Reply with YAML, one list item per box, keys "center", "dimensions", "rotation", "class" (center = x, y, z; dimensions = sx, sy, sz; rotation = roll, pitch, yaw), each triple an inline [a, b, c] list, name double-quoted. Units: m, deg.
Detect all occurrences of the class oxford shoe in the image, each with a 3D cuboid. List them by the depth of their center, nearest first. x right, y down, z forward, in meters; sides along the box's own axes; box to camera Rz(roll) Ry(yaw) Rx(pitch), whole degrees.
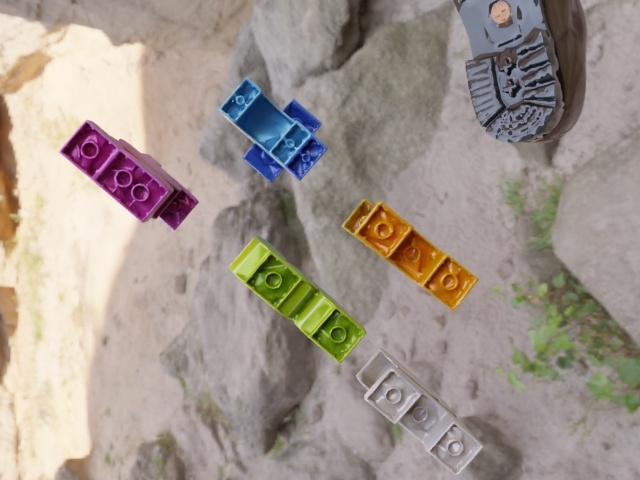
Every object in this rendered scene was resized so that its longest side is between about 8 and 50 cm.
- center: [0.150, -0.183, 0.564]
  dimensions: [0.083, 0.096, 0.227]
  rotation: [-3, 91, 43]
  class: "oxford shoe"

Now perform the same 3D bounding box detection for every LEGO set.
- center: [0.000, 0.000, 0.380]
  dimensions: [0.087, 0.227, 0.093]
  rotation: [-49, 5, 2]
  class: "LEGO set"
